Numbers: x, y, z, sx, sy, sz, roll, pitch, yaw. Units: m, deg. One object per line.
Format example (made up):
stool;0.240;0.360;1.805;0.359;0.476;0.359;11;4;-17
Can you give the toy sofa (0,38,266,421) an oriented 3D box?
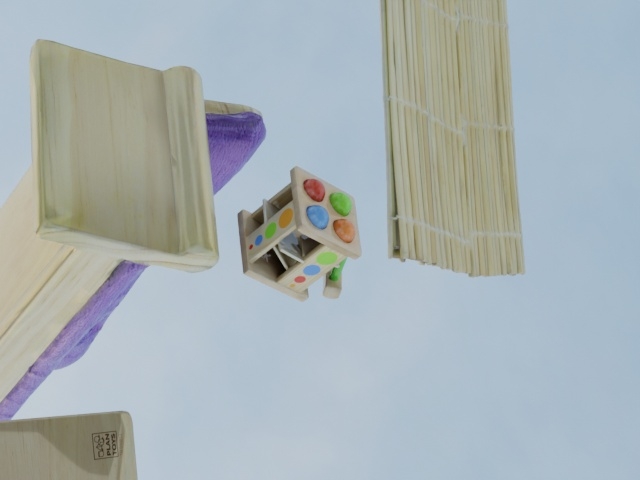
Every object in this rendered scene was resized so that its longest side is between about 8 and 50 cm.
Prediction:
toy sofa;-0.180;0.038;1.251;0.362;0.177;0.150;-46;-140;43

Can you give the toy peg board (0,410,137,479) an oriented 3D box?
toy peg board;-0.181;0.177;0.957;0.079;0.160;0.161;-11;-98;55

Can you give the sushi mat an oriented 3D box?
sushi mat;0.073;-0.135;1.058;0.019;0.151;0.317;-7;-100;30

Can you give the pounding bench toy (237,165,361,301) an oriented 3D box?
pounding bench toy;0.000;0.000;1.168;0.065;0.083;0.052;-38;-138;32
